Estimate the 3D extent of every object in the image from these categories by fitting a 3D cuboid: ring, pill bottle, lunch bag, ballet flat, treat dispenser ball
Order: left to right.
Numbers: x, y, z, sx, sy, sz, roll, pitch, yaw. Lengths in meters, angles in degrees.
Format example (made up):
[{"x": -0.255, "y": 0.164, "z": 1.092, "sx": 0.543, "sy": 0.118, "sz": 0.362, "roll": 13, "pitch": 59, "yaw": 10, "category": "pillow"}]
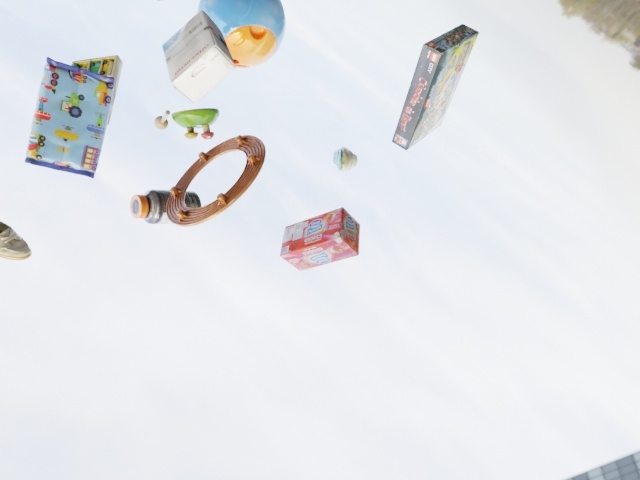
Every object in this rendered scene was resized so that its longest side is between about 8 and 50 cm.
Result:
[{"x": -0.583, "y": -0.279, "z": 1.115, "sx": 0.138, "sy": 0.221, "sz": 0.293, "roll": 12, "pitch": -175, "yaw": -30, "category": "lunch bag"}, {"x": -0.584, "y": -0.126, "z": 1.796, "sx": 0.245, "sy": 0.130, "sz": 0.131, "roll": -3, "pitch": -126, "yaw": -49, "category": "pill bottle"}, {"x": -0.298, "y": -0.178, "z": 1.318, "sx": 0.032, "sy": 0.336, "sz": 0.337, "roll": 50, "pitch": -155, "yaw": -39, "category": "ring"}, {"x": -0.258, "y": -0.720, "z": 1.567, "sx": 0.288, "sy": 0.288, "sz": 0.288, "roll": 24, "pitch": -140, "yaw": -21, "category": "treat dispenser ball"}, {"x": 0.062, "y": -0.191, "z": 1.110, "sx": 0.052, "sy": 0.057, "sz": 0.168, "roll": 4, "pitch": -165, "yaw": -5, "category": "ballet flat"}]

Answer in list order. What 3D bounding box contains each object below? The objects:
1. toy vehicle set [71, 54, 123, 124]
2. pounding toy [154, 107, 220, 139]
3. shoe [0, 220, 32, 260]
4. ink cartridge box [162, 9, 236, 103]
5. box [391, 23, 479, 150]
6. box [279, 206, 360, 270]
[{"x": -0.740, "y": -0.476, "z": 1.530, "sx": 0.165, "sy": 0.035, "sz": 0.267, "roll": -5, "pitch": -116, "yaw": 8, "category": "toy vehicle set"}, {"x": -0.493, "y": -0.433, "z": 1.816, "sx": 0.236, "sy": 0.182, "sz": 0.110, "roll": -14, "pitch": -79, "yaw": -34, "category": "pounding toy"}, {"x": -0.903, "y": -0.017, "z": 1.320, "sx": 0.218, "sy": 0.058, "sz": 0.077, "roll": 30, "pitch": -142, "yaw": -1, "category": "shoe"}, {"x": -0.295, "y": -0.442, "z": 1.145, "sx": 0.082, "sy": 0.139, "sz": 0.191, "roll": 39, "pitch": -159, "yaw": -50, "category": "ink cartridge box"}, {"x": 0.243, "y": -0.326, "z": 1.028, "sx": 0.044, "sy": 0.233, "sz": 0.159, "roll": 38, "pitch": -128, "yaw": 20, "category": "box"}, {"x": 0.000, "y": 0.000, "z": 1.635, "sx": 0.122, "sy": 0.256, "sz": 0.128, "roll": 40, "pitch": -136, "yaw": -40, "category": "box"}]
